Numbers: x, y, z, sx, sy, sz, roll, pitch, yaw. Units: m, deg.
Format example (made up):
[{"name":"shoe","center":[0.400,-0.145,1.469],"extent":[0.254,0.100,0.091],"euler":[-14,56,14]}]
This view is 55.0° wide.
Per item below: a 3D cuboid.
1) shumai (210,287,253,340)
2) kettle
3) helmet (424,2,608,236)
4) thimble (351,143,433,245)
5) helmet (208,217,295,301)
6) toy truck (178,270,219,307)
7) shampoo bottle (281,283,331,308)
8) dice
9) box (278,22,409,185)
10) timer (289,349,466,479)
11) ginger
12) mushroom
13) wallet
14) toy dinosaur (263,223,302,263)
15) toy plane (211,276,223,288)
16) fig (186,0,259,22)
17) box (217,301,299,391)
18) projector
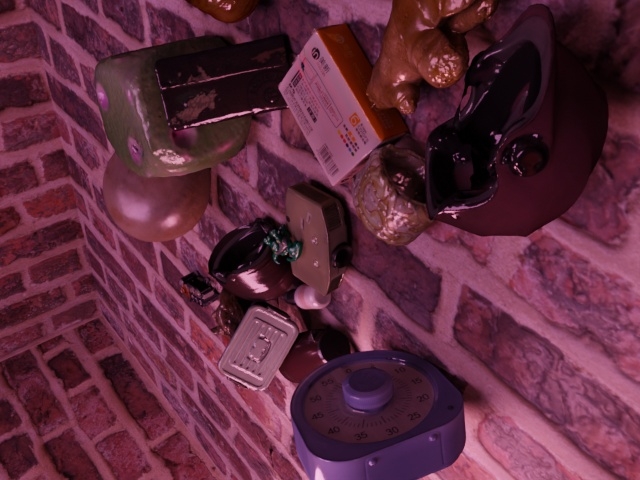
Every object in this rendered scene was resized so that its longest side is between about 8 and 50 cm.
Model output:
[{"name":"shumai","center":[-0.282,0.241,1.912],"extent":[0.185,0.184,0.218],"euler":[-22,136,24]},{"name":"kettle","center":[0.001,0.341,1.750],"extent":[0.202,0.144,0.232],"euler":[49,146,-8]},{"name":"helmet","center":[0.297,-0.143,0.894],"extent":[0.197,0.271,0.338],"euler":[23,126,-13]},{"name":"thimble","center":[0.149,-0.094,1.223],"extent":[0.190,0.137,0.143],"euler":[52,149,12]},{"name":"helmet","center":[-0.181,0.070,1.770],"extent":[0.177,0.225,0.305],"euler":[45,167,-25]},{"name":"toy truck","center":[-0.470,0.193,2.373],"extent":[0.192,0.083,0.092],"euler":[22,134,46]},{"name":"shampoo bottle","center":[-0.043,0.159,1.740],"extent":[0.192,0.074,0.074],"euler":[-15,99,59]},{"name":"dice","center":[-0.395,-0.362,1.660],"extent":[0.318,0.322,0.331],"euler":[14,121,51]},{"name":"box","center":[0.039,-0.282,1.300],"extent":[0.274,0.091,0.220],"euler":[62,147,5]},{"name":"timer","center":[0.108,0.384,1.408],"extent":[0.395,0.394,0.174],"euler":[21,128,48]},{"name":"ginger","center":[0.191,-0.325,1.017],"extent":[0.236,0.166,0.376],"euler":[53,158,30]},{"name":"mushroom","center":[-0.520,-0.171,2.008],"extent":[0.362,0.362,0.294],"euler":[58,-172,10]},{"name":"wallet","center":[-0.222,-0.369,1.451],"extent":[0.044,0.320,0.171],"euler":[-94,-8,-69]},{"name":"toy dinosaur","center":[-0.095,0.019,1.580],"extent":[0.096,0.059,0.132],"euler":[53,141,11]},{"name":"toy plane","center":[-0.267,0.215,2.080],"extent":[0.222,0.104,0.327],"euler":[6,120,55]},{"name":"fig","center":[-0.187,-0.641,1.327],"extent":[0.321,0.217,0.217],"euler":[-48,70,32]},{"name":"box","center":[-0.180,0.291,1.769],"extent":[0.163,0.243,0.135],"euler":[28,-174,-11]},{"name":"projector","center":[0.000,0.000,1.553],"extent":[0.193,0.088,0.270],"euler":[32,136,41]}]
